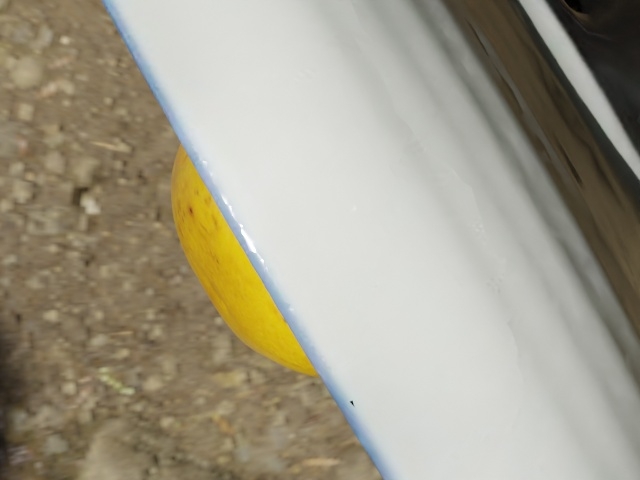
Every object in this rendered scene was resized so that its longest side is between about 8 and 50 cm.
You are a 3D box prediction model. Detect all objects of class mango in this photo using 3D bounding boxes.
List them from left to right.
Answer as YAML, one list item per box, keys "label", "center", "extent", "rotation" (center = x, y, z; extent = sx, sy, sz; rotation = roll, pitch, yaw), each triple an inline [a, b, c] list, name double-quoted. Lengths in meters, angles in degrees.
- label: "mango"
  center: [0.000, 0.000, 0.434]
  extent: [0.080, 0.114, 0.060]
  rotation: [41, 80, 7]

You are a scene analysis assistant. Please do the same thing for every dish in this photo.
- label: "dish"
  center: [0.048, -0.027, 0.490]
  extent: [0.134, 0.273, 0.273]
  rotation: [-32, 81, 1]
